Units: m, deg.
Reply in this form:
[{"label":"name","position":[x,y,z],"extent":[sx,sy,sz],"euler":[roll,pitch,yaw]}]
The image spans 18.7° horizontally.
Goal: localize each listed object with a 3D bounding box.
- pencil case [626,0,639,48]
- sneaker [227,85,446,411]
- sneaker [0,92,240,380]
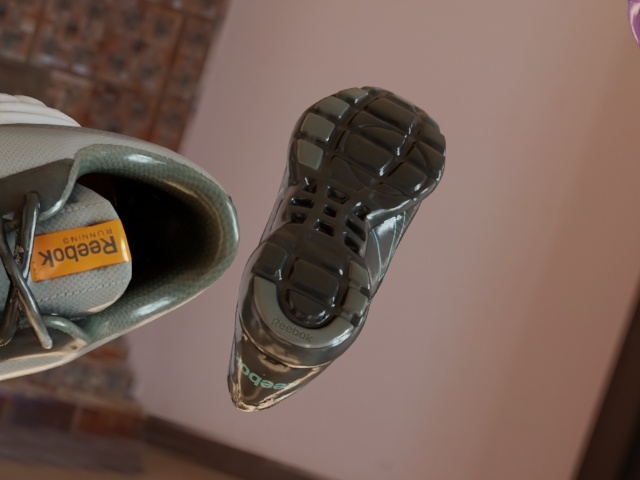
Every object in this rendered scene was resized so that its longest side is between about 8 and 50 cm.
[{"label":"pencil case","position":[0.146,-0.119,0.486],"extent":[0.088,0.206,0.086],"euler":[34,-16,-23]},{"label":"sneaker","position":[0.000,0.000,1.254],"extent":[0.101,0.106,0.267],"euler":[29,45,2]},{"label":"sneaker","position":[-0.131,0.004,0.593],"extent":[0.108,0.100,0.271],"euler":[6,14,35]}]
